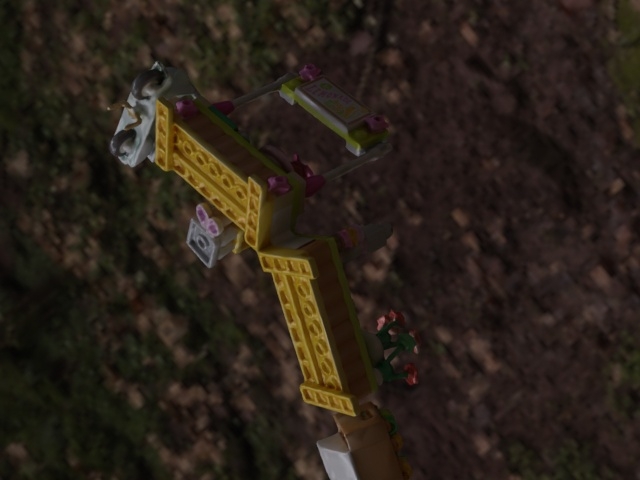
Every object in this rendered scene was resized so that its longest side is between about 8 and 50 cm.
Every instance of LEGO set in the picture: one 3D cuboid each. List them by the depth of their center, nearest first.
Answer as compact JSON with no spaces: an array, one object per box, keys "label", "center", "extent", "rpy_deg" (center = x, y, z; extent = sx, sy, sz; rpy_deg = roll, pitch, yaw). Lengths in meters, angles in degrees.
[{"label":"LEGO set","center":[0.000,0.000,0.793],"extent":[0.287,0.107,0.132],"rpy_deg":[54,147,12]}]
